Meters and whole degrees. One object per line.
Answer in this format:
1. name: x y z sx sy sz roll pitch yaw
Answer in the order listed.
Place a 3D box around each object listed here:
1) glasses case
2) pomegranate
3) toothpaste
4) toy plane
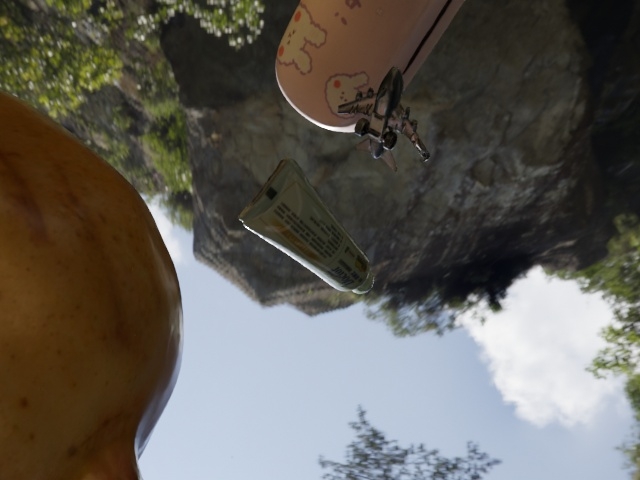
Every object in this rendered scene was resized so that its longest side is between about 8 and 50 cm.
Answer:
1. glasses case: 0.067 -0.227 0.818 0.113 0.075 0.296 41 -70 24
2. pomegranate: -0.193 0.054 0.466 0.265 0.264 0.264 1 -103 -5
3. toothpaste: 0.000 0.000 0.893 0.037 0.255 0.067 40 -92 30
4. toy plane: 0.046 -0.087 0.696 0.079 0.083 0.031 30 -125 18
